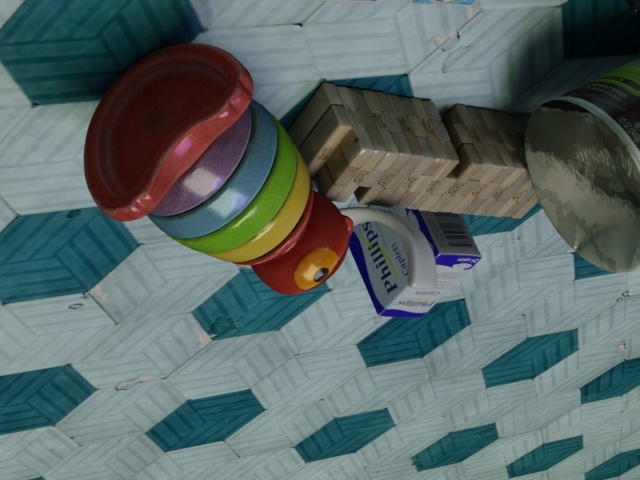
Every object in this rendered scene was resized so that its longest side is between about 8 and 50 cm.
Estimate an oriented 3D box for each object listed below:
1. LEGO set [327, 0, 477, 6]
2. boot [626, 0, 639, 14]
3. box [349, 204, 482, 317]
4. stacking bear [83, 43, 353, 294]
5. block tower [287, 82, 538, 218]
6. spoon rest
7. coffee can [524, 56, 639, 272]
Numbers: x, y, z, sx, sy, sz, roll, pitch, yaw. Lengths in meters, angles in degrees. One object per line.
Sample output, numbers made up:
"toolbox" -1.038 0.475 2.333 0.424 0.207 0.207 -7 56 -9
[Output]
"LEGO set" 0.125 -0.282 1.084 0.244 0.060 0.182 -3 158 -26
"boot" 0.445 -0.292 1.189 0.247 0.094 0.207 4 139 -26
"box" 0.109 0.007 1.444 0.072 0.126 0.137 1 143 -36
"stacking bear" -0.075 -0.044 1.152 0.175 0.164 0.289 -47 133 2
"block tower" 0.129 -0.093 1.329 0.335 0.091 0.097 3 144 -35
"spoon rest" 0.000 0.000 1.326 0.276 0.084 0.137 7 178 30
"coffee can" 0.391 -0.112 1.284 0.275 0.201 0.201 -27 153 -20
